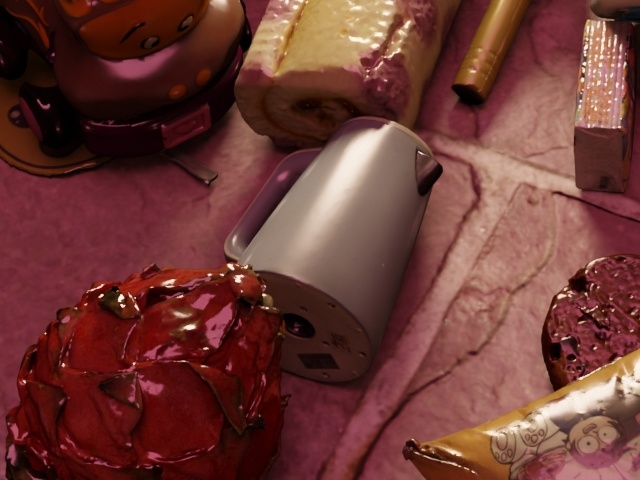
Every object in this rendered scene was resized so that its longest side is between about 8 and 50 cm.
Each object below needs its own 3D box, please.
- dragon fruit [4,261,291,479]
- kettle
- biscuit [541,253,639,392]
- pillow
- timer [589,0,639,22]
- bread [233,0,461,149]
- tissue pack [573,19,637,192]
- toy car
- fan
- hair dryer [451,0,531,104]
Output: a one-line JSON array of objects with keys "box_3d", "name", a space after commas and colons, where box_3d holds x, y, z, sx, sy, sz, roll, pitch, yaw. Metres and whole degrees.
[{"box_3d": [-0.144, 0.144, 1.449, 0.299, 0.244, 0.244, -46, 55, 21], "name": "dragon fruit"}, {"box_3d": [0.000, 0.000, 1.618, 0.211, 0.160, 0.243, -6, 43, 37], "name": "kettle"}, {"box_3d": [0.304, 0.100, 1.557, 0.192, 0.049, 0.192, -2, 64, 4], "name": "biscuit"}, {"box_3d": [0.273, 0.247, 1.411, 0.310, 0.119, 0.312, -22, 67, -10], "name": "pillow"}, {"box_3d": [0.400, -0.273, 1.676, 0.237, 0.262, 0.087, -2, 94, 5], "name": "timer"}, {"box_3d": [0.052, -0.255, 1.757, 0.187, 0.155, 0.338, 8, 59, 23], "name": "bread"}, {"box_3d": [0.295, -0.139, 1.679, 0.060, 0.108, 0.148, 4, 56, 12], "name": "tissue pack"}, {"box_3d": [-0.228, -0.267, 1.734, 0.271, 0.240, 0.340, -29, 59, -17], "name": "toy car"}, {"box_3d": [-0.242, -0.144, 1.803, 0.335, 0.011, 0.229, 33, 66, 27], "name": "fan"}, {"box_3d": [0.213, -0.278, 1.777, 0.090, 0.135, 0.278, 20, 71, 17], "name": "hair dryer"}]
